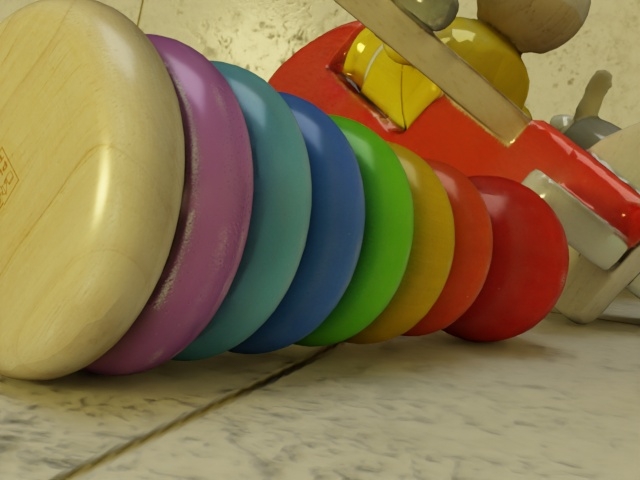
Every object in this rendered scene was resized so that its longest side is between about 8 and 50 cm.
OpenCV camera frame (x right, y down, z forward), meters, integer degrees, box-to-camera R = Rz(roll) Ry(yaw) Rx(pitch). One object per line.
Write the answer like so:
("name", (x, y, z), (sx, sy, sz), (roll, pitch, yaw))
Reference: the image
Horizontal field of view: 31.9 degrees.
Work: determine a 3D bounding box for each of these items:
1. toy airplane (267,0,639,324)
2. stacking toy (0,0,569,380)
("toy airplane", (0.133, -0.099, 0.817), (0.384, 0.272, 0.386), (26, -7, 5))
("stacking toy", (0.000, 0.000, 0.514), (0.141, 0.141, 0.330), (11, 0, 44))
